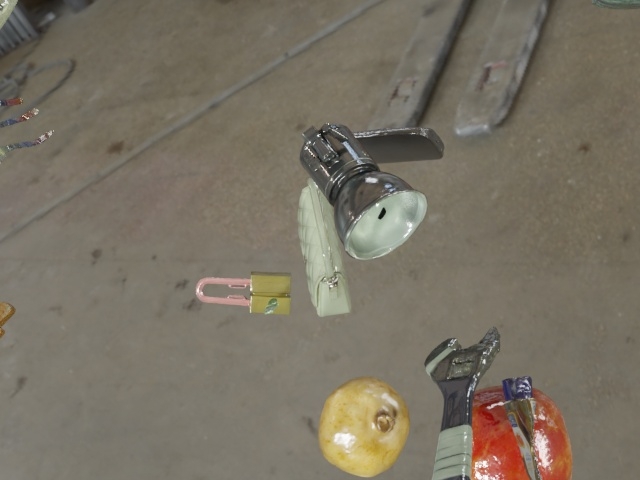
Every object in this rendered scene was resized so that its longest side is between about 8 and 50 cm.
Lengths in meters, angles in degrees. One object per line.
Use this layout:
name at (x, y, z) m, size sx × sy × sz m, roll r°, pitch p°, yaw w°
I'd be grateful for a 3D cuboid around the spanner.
spanner at (0.125, 0.173, 0.756) m, size 0.087 × 0.024 × 0.316 m, roll -31°, pitch 16°, yaw 24°

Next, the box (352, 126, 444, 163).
box at (0.139, -0.187, 1.656) m, size 0.201 × 0.212 × 0.042 m, roll 0°, pitch 83°, yaw 20°

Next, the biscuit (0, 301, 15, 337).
biscuit at (-0.533, 0.142, 1.296) m, size 0.120 × 0.019 × 0.130 m, roll -2°, pitch 61°, yaw 13°

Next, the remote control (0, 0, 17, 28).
remote control at (-0.644, -0.385, 1.525) m, size 0.285 × 0.038 × 0.123 m, roll -8°, pitch 52°, yaw 42°

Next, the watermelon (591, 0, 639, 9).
watermelon at (0.240, -0.255, 0.484) m, size 0.148 × 0.226 × 0.318 m, roll 2°, pitch 0°, yaw 11°

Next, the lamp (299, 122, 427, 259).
lamp at (0.042, -0.101, 1.323) m, size 0.147 × 0.172 × 0.227 m, roll -41°, pitch 58°, yaw 9°

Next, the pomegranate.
pomegranate at (0.085, 0.346, 1.568) m, size 0.196 × 0.196 × 0.196 m, roll -19°, pitch 37°, yaw 15°

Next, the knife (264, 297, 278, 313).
knife at (-0.110, 0.150, 1.935) m, size 0.030 × 0.014 × 0.207 m, roll -15°, pitch 4°, yaw 2°

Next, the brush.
brush at (-0.189, 0.127, 2.063) m, size 0.234 × 0.103 × 0.047 m, roll 3°, pitch 8°, yaw -5°

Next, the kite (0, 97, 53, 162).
kite at (-0.386, -0.122, 0.965) m, size 0.016 × 0.127 × 0.229 m, roll -37°, pitch 2°, yaw 22°

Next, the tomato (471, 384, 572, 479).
tomato at (0.302, 0.310, 1.349) m, size 0.200 × 0.139 × 0.233 m, roll -7°, pitch 40°, yaw -5°

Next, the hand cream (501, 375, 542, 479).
hand cream at (0.247, 0.239, 0.974) m, size 0.039 × 0.062 × 0.163 m, roll -12°, pitch 76°, yaw -4°

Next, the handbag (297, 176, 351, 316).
handbag at (0.000, 0.000, 1.591) m, size 0.079 × 0.219 × 0.256 m, roll -10°, pitch 50°, yaw -1°
